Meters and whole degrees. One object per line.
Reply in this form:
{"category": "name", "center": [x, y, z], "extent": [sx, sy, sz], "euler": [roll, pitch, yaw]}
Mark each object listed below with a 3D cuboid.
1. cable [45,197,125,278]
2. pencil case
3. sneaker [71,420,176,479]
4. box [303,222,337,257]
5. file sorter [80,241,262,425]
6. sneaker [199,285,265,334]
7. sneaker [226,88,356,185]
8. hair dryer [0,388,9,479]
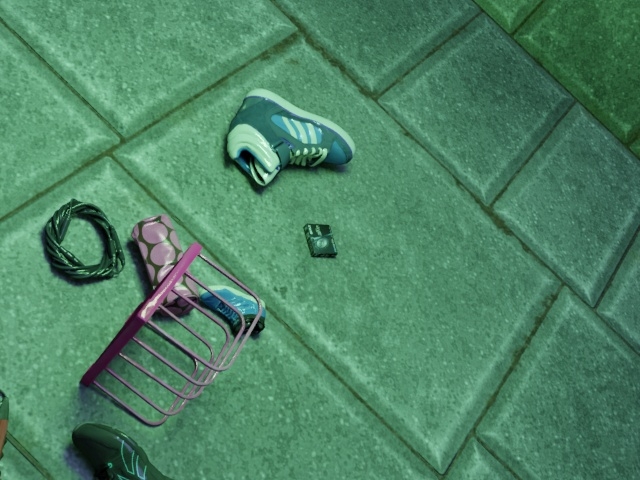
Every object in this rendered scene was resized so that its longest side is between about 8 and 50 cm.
{"category": "cable", "center": [-0.483, -0.002, 1.843], "extent": [0.151, 0.047, 0.184], "euler": [-10, 67, -32]}
{"category": "pencil case", "center": [-0.324, 0.050, 1.876], "extent": [0.098, 0.095, 0.209], "euler": [-14, 64, -23]}
{"category": "sneaker", "center": [-0.336, 0.423, 1.589], "extent": [0.267, 0.101, 0.106], "euler": [40, 48, -2]}
{"category": "box", "center": [0.000, 0.000, 2.173], "extent": [0.067, 0.018, 0.083], "euler": [4, 57, -32]}
{"category": "file sorter", "center": [-0.268, 0.186, 1.675], "extent": [0.182, 0.291, 0.202], "euler": [39, 46, -8]}
{"category": "sneaker", "center": [-0.183, 0.151, 1.914], "extent": [0.152, 0.058, 0.084], "euler": [21, 40, -28]}
{"category": "sneaker", "center": [-0.078, -0.203, 2.209], "extent": [0.323, 0.130, 0.236], "euler": [28, 57, -20]}
{"category": "hair dryer", "center": [-0.546, 0.366, 1.504], "extent": [0.293, 0.080, 0.224], "euler": [47, 45, 4]}
